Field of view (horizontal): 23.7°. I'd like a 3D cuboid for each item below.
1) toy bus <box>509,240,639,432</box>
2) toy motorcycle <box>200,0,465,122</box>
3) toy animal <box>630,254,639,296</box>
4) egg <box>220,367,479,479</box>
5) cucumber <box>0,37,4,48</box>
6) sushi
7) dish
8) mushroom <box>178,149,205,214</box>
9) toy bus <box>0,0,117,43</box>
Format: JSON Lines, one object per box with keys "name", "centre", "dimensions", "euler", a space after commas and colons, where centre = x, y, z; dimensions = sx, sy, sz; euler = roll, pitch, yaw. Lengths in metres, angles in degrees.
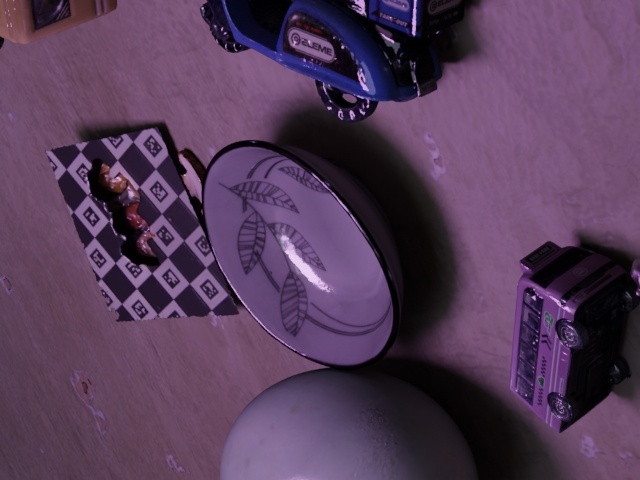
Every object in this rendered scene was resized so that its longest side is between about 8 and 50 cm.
{"name": "toy bus", "centre": [0.259, 0.098, 1.598], "dimensions": [0.108, 0.096, 0.198], "euler": [37, 146, 35]}
{"name": "toy motorcycle", "centre": [-0.005, -0.262, 1.617], "dimensions": [0.359, 0.125, 0.212], "euler": [27, 129, 35]}
{"name": "toy animal", "centre": [0.392, 0.035, 1.363], "dimensions": [0.168, 0.106, 0.343], "euler": [56, 154, -12]}
{"name": "egg", "centre": [0.033, 0.295, 1.893], "dimensions": [0.389, 0.276, 0.276], "euler": [4, 120, 55]}
{"name": "cucumber", "centre": [-0.555, -0.351, 2.203], "dimensions": [0.191, 0.191, 0.130], "euler": [36, 142, 29]}
{"name": "sushi", "centre": [-0.249, -0.023, 2.200], "dimensions": [0.264, 0.050, 0.290], "euler": [-7, 110, 41]}
{"name": "dish", "centre": [0.000, 0.000, 1.844], "dimensions": [0.316, 0.106, 0.316], "euler": [30, 139, 31]}
{"name": "mushroom", "centre": [-0.166, -0.077, 2.071], "dimensions": [0.049, 0.019, 0.101], "euler": [-9, 108, 54]}
{"name": "toy bus", "centre": [-0.362, -0.435, 1.852], "dimensions": [0.177, 0.202, 0.365], "euler": [32, 140, 35]}
